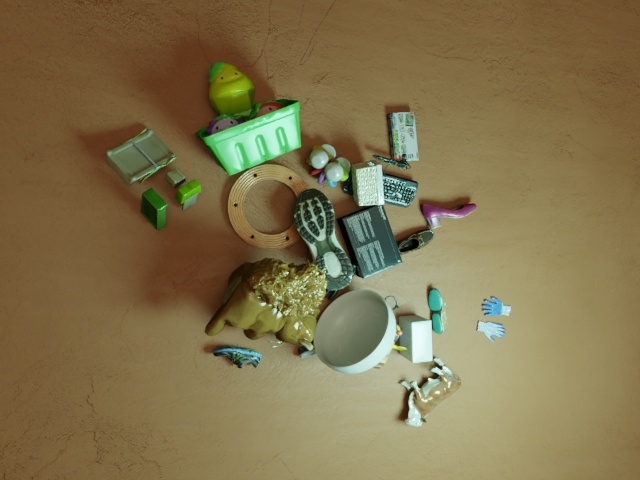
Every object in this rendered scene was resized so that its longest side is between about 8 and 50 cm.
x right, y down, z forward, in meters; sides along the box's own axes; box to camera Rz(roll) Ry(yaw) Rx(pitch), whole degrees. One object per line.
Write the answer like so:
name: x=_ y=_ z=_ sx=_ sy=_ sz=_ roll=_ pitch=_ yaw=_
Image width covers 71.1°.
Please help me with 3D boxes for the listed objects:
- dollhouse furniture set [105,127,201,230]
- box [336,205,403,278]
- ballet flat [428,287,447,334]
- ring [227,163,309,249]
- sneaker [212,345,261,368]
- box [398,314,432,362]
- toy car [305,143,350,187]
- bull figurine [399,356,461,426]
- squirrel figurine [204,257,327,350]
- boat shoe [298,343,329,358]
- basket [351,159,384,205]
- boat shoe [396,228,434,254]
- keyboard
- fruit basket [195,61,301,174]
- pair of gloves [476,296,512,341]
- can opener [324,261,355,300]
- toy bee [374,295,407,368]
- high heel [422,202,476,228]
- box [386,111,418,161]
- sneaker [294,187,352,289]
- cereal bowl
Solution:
dollhouse furniture set: x=-0.609 y=-0.225 z=1.634 sx=0.301 sy=0.151 sz=0.198 roll=46 pitch=59 yaw=5
box: x=0.201 y=0.001 z=1.840 sx=0.185 sy=0.103 sz=0.260 roll=-20 pitch=97 yaw=-10
ballet flat: x=0.519 y=0.305 z=1.964 sx=0.067 sy=0.073 sz=0.205 roll=-10 pitch=98 yaw=-42
ring: x=-0.196 y=-0.131 z=1.765 sx=0.337 sy=0.032 sz=0.335 roll=-1 pitch=92 yaw=-16
sneaker: x=-0.322 y=0.453 z=1.731 sx=0.188 sy=0.067 sz=0.078 roll=16 pitch=81 yaw=-18
box: x=0.400 y=0.412 z=1.892 sx=0.091 sy=0.130 sz=0.170 roll=-2 pitch=93 yaw=-14
toy car: x=0.021 y=-0.285 z=1.768 sx=0.182 sy=0.159 sz=0.136 roll=41 pitch=119 yaw=0
bull figurine: x=0.460 y=0.655 z=1.931 sx=0.311 sy=0.101 sz=0.188 roll=-34 pitch=98 yaw=-11
squirrel figurine: x=-0.140 y=0.241 z=1.616 sx=0.371 sy=0.280 sz=0.397 roll=35 pitch=126 yaw=-18
boat shoe: x=-0.022 y=0.439 z=1.824 sx=0.142 sy=0.049 sz=0.040 roll=-13 pitch=57 yaw=-19
basket: x=0.186 y=-0.226 z=1.785 sx=0.103 sy=0.113 sz=0.167 roll=-10 pitch=111 yaw=-5
boat shoe: x=0.404 y=0.009 z=1.911 sx=0.207 sy=0.073 sz=0.073 roll=-26 pitch=97 yaw=-14
keyboard: x=0.262 y=-0.259 z=1.865 sx=0.318 sy=0.033 sz=0.201 roll=11 pitch=101 yaw=-16
fruit basket: x=-0.284 y=-0.469 z=1.627 sx=0.393 sy=0.283 sz=0.391 roll=-7 pitch=111 yaw=-20
pair of gloves: x=0.797 y=0.363 z=2.054 sx=0.160 sy=0.023 sz=0.198 roll=16 pitch=87 yaw=-15
can opener: x=0.077 y=0.165 z=1.836 sx=0.059 sy=0.073 sz=0.186 roll=43 pitch=95 yaw=28
toy bee: x=0.263 y=0.392 z=1.840 sx=0.196 sy=0.162 sz=0.297 roll=-2 pitch=92 yaw=-13
high heel: x=0.559 y=-0.145 z=1.949 sx=0.244 sy=0.082 sz=0.117 roll=-22 pitch=96 yaw=-5
box: x=0.349 y=-0.437 z=1.898 sx=0.114 sy=0.036 sz=0.206 roll=-7 pitch=94 yaw=-15
sneaker: x=0.000 y=0.000 z=1.757 sx=0.158 sy=0.182 sz=0.409 roll=-16 pitch=82 yaw=-4
cereal bowl: x=0.148 y=0.364 z=1.737 sx=0.339 sy=0.339 sz=0.141 roll=-51 pitch=127 yaw=-8
